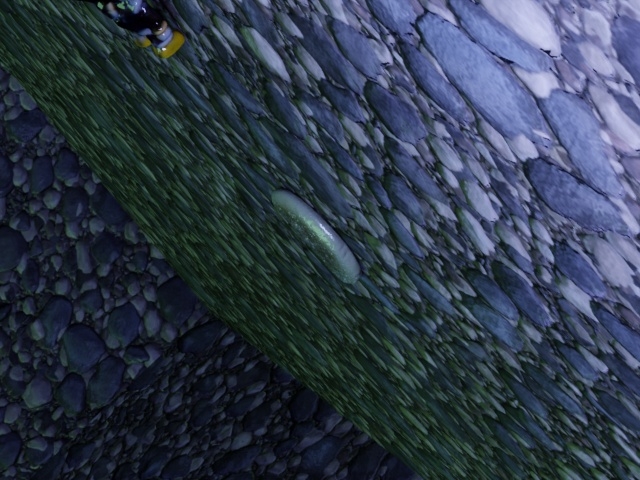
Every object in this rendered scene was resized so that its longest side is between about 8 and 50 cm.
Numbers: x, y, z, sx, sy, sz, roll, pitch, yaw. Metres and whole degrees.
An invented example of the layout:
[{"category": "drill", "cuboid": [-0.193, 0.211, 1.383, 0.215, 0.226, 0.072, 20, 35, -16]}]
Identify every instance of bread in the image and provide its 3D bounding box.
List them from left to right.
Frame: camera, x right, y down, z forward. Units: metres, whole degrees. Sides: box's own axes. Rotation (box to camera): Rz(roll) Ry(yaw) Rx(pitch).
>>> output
[{"category": "bread", "cuboid": [-0.001, -0.003, 2.377, 0.193, 0.036, 0.112, 48, 169, -9]}]

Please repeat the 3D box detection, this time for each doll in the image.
[{"category": "doll", "cuboid": [-0.291, -0.346, 2.051, 0.316, 0.103, 0.145, 45, -168, -49]}]
